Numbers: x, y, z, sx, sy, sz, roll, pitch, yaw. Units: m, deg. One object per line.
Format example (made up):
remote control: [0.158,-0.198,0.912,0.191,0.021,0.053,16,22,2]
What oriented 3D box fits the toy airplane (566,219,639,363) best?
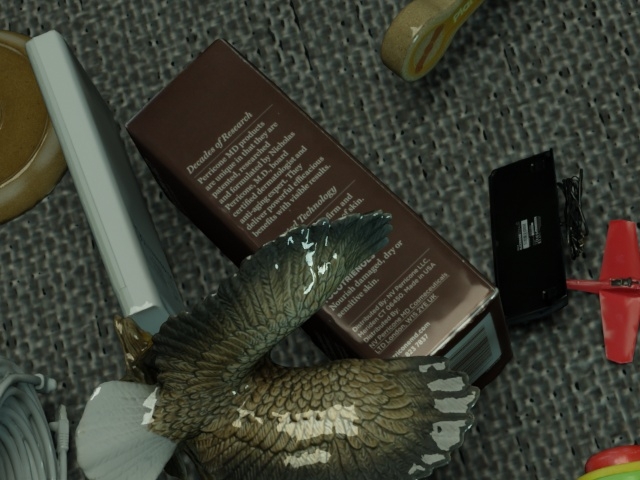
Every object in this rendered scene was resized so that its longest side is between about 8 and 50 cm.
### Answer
toy airplane: [0.266,0.042,1.897,0.151,0.028,0.151,-4,66,8]

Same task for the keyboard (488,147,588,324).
keyboard: [0.217,-0.001,1.905,0.100,0.038,0.192,-18,49,23]

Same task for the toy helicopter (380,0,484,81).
toy helicopter: [0.184,-0.304,1.937,0.140,0.235,0.355,37,79,21]

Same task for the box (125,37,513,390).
box: [0.000,0.000,1.873,0.143,0.191,0.381,-42,67,-8]

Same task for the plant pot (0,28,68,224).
plant pot: [-0.370,-0.124,2.076,0.236,0.032,0.236,-3,69,9]

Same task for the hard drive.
hard drive: [-0.198,-0.031,1.913,0.040,0.203,0.308,-24,66,1]

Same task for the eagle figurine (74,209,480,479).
eagle figurine: [-0.049,0.107,1.676,0.298,0.226,0.225,-10,69,37]

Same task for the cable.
cable: [-0.313,0.227,1.803,0.089,0.257,0.257,-7,68,13]

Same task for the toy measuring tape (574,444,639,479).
toy measuring tape: [0.341,0.232,1.762,0.330,0.121,0.121,-10,67,6]
